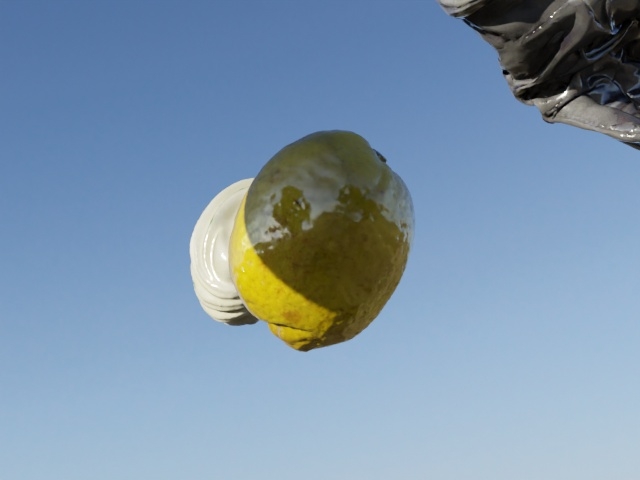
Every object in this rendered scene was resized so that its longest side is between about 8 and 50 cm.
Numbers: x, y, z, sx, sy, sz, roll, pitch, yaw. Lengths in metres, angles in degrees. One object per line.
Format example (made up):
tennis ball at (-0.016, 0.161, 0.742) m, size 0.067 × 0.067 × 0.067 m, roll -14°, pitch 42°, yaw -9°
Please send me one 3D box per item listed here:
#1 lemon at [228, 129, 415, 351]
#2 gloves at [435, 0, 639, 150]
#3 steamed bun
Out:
lemon at (0.000, 0.000, 1.086) m, size 0.170 × 0.207 × 0.170 m, roll 27°, pitch 2°, yaw -1°
gloves at (0.189, -0.150, 0.816) m, size 0.285 × 0.119 × 0.142 m, roll 38°, pitch -75°, yaw -19°
steamed bun at (-0.096, 0.013, 1.389) m, size 0.106 × 0.182 × 0.183 m, roll 18°, pitch -14°, yaw 13°
